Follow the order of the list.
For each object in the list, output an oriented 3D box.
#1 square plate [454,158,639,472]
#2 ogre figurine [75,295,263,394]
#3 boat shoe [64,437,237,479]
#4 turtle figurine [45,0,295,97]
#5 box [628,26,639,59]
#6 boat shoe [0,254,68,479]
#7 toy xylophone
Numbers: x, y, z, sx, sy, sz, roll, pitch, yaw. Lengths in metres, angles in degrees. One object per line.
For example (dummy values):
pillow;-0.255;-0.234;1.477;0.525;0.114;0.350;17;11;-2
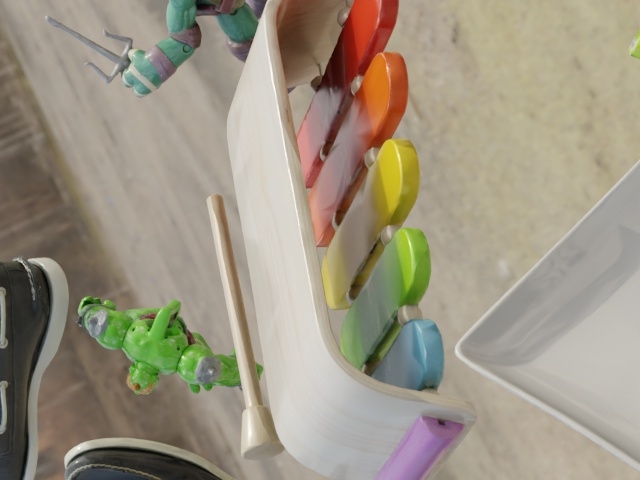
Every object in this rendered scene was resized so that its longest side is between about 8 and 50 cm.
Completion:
square plate;0.353;0.077;1.332;0.344;0.347;0.049;33;154;31
ogre figurine;-0.163;0.105;1.579;0.197;0.097;0.118;41;-177;6
boat shoe;-0.112;0.237;1.319;0.233;0.084;0.079;29;-143;-20
turtle figurine;-0.102;-0.189;1.140;0.234;0.118;0.175;22;-113;-51
box;0.480;-0.238;1.890;0.178;0.109;0.042;25;-161;-2
boat shoe;-0.340;0.159;1.590;0.114;0.091;0.302;22;105;47
toy xylophone;0.000;0.000;0.927;0.236;0.081;0.322;126;140;-63
